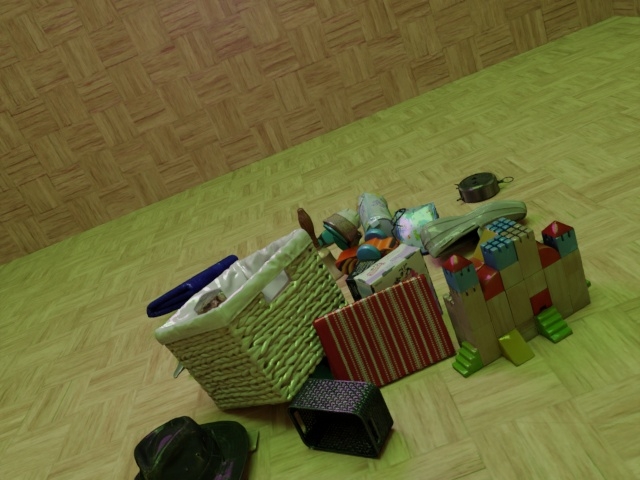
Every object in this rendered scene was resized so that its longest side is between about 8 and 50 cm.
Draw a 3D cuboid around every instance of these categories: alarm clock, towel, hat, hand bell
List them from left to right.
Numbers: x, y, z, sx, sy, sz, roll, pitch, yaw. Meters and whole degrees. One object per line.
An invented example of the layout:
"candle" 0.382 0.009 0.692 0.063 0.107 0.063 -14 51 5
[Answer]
"hat" -0.305 0.460 1.210 0.331 0.134 0.331 -22 22 10
"towel" -0.421 0.161 1.965 0.227 0.076 0.308 -30 4 27
"hand bell" -0.018 0.006 1.807 0.126 0.242 0.126 -20 23 9
"towel" 0.138 0.214 1.287 0.274 0.199 0.031 -23 4 -1
"alarm clock" 0.545 -0.186 1.941 0.192 0.064 0.129 -12 25 16

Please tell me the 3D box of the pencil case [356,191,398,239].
"pencil case" 0.187 -0.071 1.938 0.113 0.124 0.273 -21 24 5

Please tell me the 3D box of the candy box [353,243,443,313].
"candy box" 0.190 0.134 1.398 0.164 0.196 0.070 -33 25 -22

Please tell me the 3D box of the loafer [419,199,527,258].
"loafer" 0.445 -0.029 1.660 0.319 0.112 0.112 -18 61 -2

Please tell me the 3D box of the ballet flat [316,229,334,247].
"ballet flat" 0.000 0.000 2.045 0.168 0.057 0.052 -32 15 -22

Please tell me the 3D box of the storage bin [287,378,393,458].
"storage bin" 0.039 0.351 1.159 0.180 0.122 0.084 -6 28 34

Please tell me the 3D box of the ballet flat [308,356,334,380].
"ballet flat" 0.009 0.311 1.366 0.073 0.080 0.232 -41 6 37

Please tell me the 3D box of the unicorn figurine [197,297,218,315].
"unicorn figurine" -0.404 0.230 1.926 0.162 0.060 0.111 -47 35 -16

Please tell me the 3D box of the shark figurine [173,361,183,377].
"shark figurine" -0.345 0.290 1.664 0.278 0.116 0.166 -14 26 24

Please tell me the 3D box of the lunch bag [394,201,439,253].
"lunch bag" 0.303 -0.023 1.769 0.128 0.096 0.151 -16 53 18

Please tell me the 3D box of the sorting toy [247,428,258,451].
"sorting toy" -0.176 0.450 1.283 0.083 0.012 0.062 -20 21 8

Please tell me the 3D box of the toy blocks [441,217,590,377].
"toy blocks" 0.406 0.078 1.237 0.381 0.261 0.191 -27 23 -11

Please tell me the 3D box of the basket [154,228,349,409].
"basket" -0.145 0.194 1.386 0.331 0.266 0.328 -26 14 48

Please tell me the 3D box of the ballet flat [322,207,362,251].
"ballet flat" 0.078 -0.042 1.804 0.106 0.107 0.316 -54 -12 -5

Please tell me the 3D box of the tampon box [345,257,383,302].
"tampon box" 0.172 0.119 1.541 0.161 0.120 0.101 -5 29 35

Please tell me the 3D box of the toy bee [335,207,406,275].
"toy bee" 0.183 0.051 1.684 0.195 0.162 0.298 -53 12 -24
